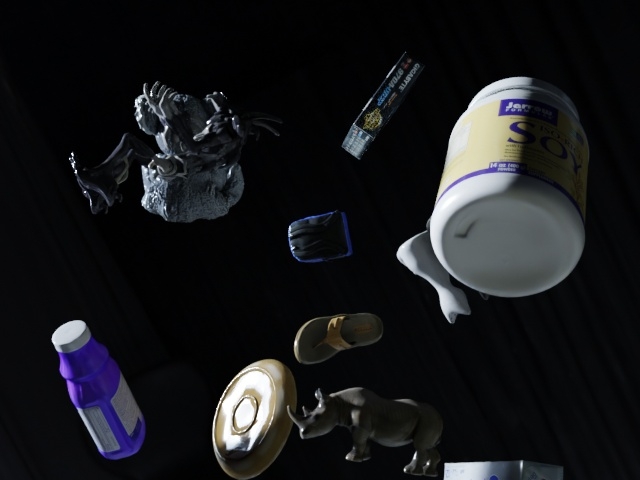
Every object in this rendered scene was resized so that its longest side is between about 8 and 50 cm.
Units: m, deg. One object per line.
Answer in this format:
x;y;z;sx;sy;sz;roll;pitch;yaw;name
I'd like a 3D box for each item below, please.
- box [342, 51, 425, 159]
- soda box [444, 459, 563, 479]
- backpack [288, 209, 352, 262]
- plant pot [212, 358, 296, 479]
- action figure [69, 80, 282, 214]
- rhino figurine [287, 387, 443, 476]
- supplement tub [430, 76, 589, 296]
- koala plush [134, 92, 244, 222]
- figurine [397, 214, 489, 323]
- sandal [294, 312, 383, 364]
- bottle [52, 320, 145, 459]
0.121;-0.262;1.845;0.175;0.051;0.220;-54;0;-8;box
0.336;0.470;1.756;0.091;0.098;0.286;13;-19;-19;soda box
0.000;0.000;1.905;0.120;0.098;0.101;-12;-9;9;backpack
-0.135;0.335;1.780;0.236;0.032;0.236;-32;43;36;plant pot
-0.196;-0.141;1.242;0.275;0.141;0.164;-24;-2;-12;action figure
0.069;0.277;1.399;0.243;0.106;0.073;13;-7;1;rhino figurine
0.322;-0.097;1.553;0.241;0.241;0.331;-22;32;33;supplement tub
-0.241;-0.161;1.691;0.196;0.221;0.203;4;19;1;koala plush
0.284;0.057;1.996;0.092;0.209;0.215;-23;-16;-37;figurine
0.036;0.158;1.569;0.180;0.072;0.049;-10;-5;-29;sandal
-0.412;0.276;1.735;0.092;0.283;0.118;-15;33;4;bottle
